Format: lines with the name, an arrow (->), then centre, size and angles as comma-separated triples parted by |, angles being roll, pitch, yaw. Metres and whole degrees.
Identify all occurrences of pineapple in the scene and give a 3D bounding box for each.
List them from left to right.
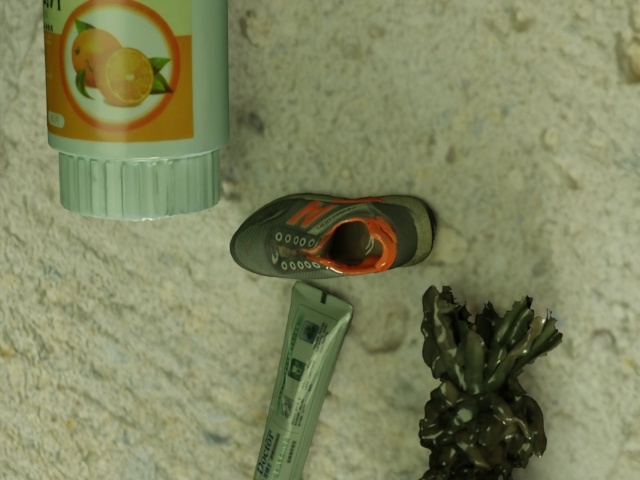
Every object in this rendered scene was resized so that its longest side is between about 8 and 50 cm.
pineapple -> 0.111, 0.217, 1.590 | 0.175, 0.175, 0.361 | 2, 94, 29

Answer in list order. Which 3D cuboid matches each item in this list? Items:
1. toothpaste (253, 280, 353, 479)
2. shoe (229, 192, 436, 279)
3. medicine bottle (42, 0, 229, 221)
toothpaste -> -0.021, 0.144, 1.707 | 0.064, 0.041, 0.218 | 24, 109, 28
shoe -> -0.002, 0.000, 1.634 | 0.194, 0.077, 0.074 | -4, 101, 29
medicine bottle -> -0.155, -0.182, 1.628 | 0.158, 0.158, 0.318 | 6, 105, 28
